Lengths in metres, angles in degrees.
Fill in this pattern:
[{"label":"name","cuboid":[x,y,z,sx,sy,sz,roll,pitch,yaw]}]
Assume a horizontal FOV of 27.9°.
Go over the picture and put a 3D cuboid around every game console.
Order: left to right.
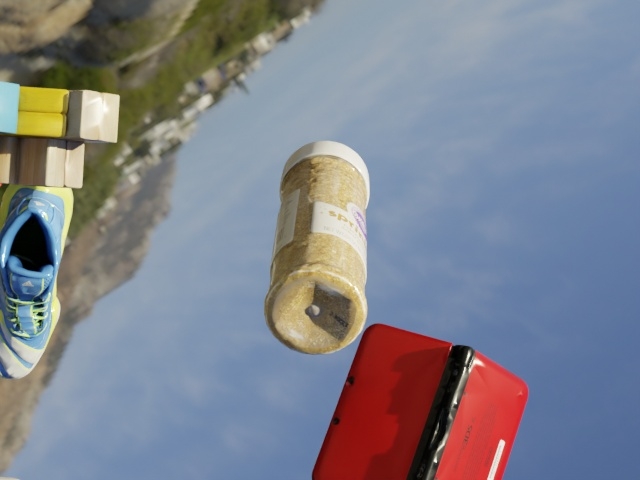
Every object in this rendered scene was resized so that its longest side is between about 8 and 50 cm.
[{"label":"game console","cuboid":[0.082,0.155,1.030,0.085,0.124,0.144,1,-115,51]}]

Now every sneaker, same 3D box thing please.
[{"label":"sneaker","cuboid":[-0.311,0.048,1.312,0.091,0.240,0.126,9,-161,-8]}]

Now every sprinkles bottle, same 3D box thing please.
[{"label":"sprinkles bottle","cuboid":[0.000,0.000,1.611,0.121,0.121,0.355,-28,-156,16]}]

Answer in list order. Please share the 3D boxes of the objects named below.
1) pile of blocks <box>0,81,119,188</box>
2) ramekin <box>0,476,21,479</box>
[{"label":"pile of blocks","cuboid":[-0.357,-0.081,1.089,0.362,0.112,0.149,3,180,1]},{"label":"ramekin","cuboid":[-0.483,0.445,1.898,0.109,0.207,0.207,-1,170,-39]}]
